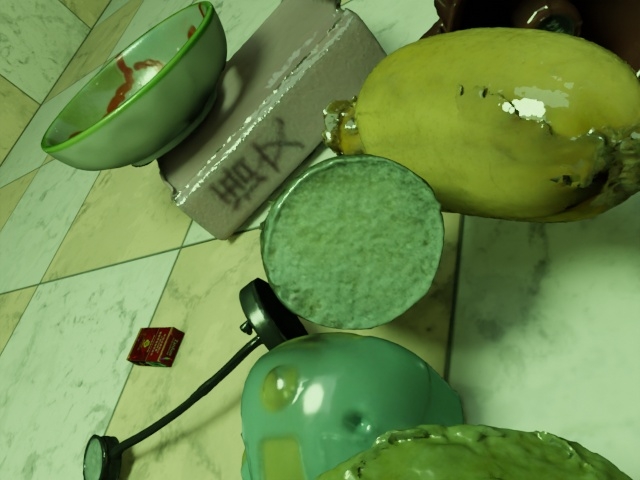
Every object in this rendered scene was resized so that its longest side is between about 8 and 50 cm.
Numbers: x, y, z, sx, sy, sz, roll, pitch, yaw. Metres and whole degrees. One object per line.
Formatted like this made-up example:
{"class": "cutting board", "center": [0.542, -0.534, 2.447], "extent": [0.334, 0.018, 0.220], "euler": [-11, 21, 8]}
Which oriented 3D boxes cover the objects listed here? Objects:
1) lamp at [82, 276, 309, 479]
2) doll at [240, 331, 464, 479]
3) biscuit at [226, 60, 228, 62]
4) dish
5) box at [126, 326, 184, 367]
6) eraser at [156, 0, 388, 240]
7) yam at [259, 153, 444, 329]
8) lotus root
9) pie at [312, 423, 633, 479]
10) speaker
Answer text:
{"class": "lamp", "center": [-0.139, 0.194, 0.626], "extent": [0.371, 0.108, 0.130], "euler": [-50, 47, 21]}
{"class": "doll", "center": [-0.001, 0.204, 0.385], "extent": [0.177, 0.161, 0.261], "euler": [-13, 47, 35]}
{"class": "biscuit", "center": [-0.232, -0.346, 1.197], "extent": [0.120, 0.015, 0.120], "euler": [-26, 43, 27]}
{"class": "dish", "center": [-0.254, -0.208, 0.834], "extent": [0.324, 0.124, 0.324], "euler": [-25, 38, 21]}
{"class": "box", "center": [-0.231, 0.148, 0.765], "extent": [0.082, 0.023, 0.052], "euler": [-9, 51, 39]}
{"class": "eraser", "center": [-0.091, -0.207, 0.860], "extent": [0.359, 0.122, 0.272], "euler": [-45, 35, 4]}
{"class": "yam", "center": [0.000, 0.000, 0.516], "extent": [0.133, 0.133, 0.330], "euler": [-52, 9, -5]}
{"class": "lotus root", "center": [0.123, -0.090, 0.433], "extent": [0.130, 0.146, 0.303], "euler": [-28, 25, -26]}
{"class": "pie", "center": [0.083, 0.226, 0.242], "extent": [0.306, 0.071, 0.307], "euler": [2, 65, -4]}
{"class": "speaker", "center": [0.192, -0.230, 0.629], "extent": [0.330, 0.198, 0.259], "euler": [-96, 17, -61]}
